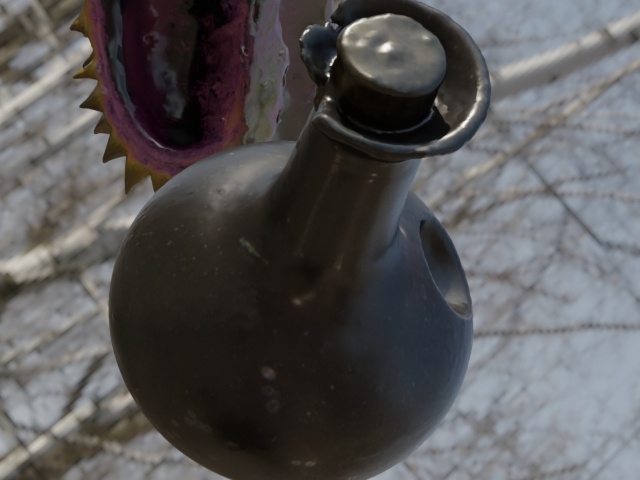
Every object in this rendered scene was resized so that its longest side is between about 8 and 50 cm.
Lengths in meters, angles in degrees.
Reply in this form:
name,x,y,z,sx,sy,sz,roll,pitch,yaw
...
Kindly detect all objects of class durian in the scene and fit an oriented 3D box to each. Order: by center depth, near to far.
name,x,y,z,sx,sy,sz,roll,pitch,yaw
durian,-0.050,-0.135,1.096,0.153,0.261,0.186,8,-10,40

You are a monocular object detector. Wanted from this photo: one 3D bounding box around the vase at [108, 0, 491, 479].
name,x,y,z,sx,sy,sz,roll,pitch,yaw
vase,0.000,0.000,0.568,0.120,0.120,0.183,43,-33,15
